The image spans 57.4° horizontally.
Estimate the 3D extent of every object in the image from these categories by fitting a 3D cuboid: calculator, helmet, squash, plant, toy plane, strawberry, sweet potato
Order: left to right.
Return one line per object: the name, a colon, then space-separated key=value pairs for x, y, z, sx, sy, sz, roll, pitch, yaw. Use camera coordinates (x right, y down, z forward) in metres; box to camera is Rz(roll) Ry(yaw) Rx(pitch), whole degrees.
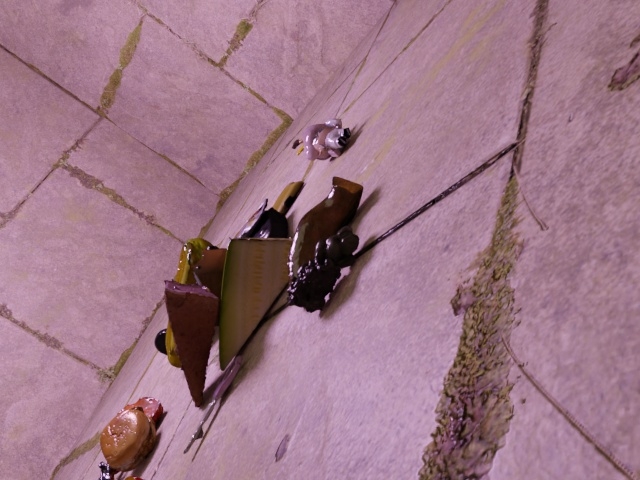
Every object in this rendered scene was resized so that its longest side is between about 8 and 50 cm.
toy plane: x=-0.559 y=0.630 z=1.532 sx=0.188 sy=0.062 sz=0.135 roll=-105 pitch=24 yaw=-68
strawberry: x=-0.492 y=0.494 z=1.592 sx=0.187 sy=0.082 sz=0.146 roll=-37 pitch=40 yaw=11
helmet: x=-0.215 y=0.107 z=1.423 sx=0.130 sy=0.198 sz=0.224 roll=-7 pitch=12 yaw=9
squash: x=-0.128 y=0.135 z=1.312 sx=0.111 sy=0.203 sz=0.288 roll=-175 pitch=86 yaw=-76
calculator: x=-0.137 y=-0.097 z=1.894 sx=0.236 sy=0.033 sz=0.157 roll=-58 pitch=15 yaw=-6
sweet potato: x=-0.006 y=-0.004 z=1.131 sx=0.112 sy=0.085 sz=0.285 roll=-18 pitch=39 yaw=61
plant: x=0.007 y=0.047 z=0.997 sx=0.085 sy=0.087 sz=0.174 roll=31 pitch=81 yaw=41

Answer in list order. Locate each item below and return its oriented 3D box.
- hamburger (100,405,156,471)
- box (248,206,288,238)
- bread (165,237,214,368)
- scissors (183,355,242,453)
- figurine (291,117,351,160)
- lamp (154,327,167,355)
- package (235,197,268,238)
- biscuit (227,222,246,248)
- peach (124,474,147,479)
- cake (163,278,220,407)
hamburger: x=-0.479 y=0.494 z=1.463 sx=0.138 sy=0.083 sz=0.147 roll=-42 pitch=41 yaw=-8
box: x=-0.198 y=0.048 z=1.668 sx=0.289 sy=0.073 sz=0.290 roll=-53 pitch=13 yaw=11
bread: x=-0.357 y=0.180 z=1.650 sx=0.166 sy=0.112 sz=0.383 roll=-126 pitch=47 yaw=-59
scissors: x=-0.214 y=0.329 z=1.172 sx=0.212 sy=0.021 sz=0.110 roll=-64 pitch=9 yaw=-30
figurine: x=0.015 y=-0.290 z=1.700 sx=0.229 sy=0.112 sz=0.137 roll=7 pitch=70 yaw=60
lamp: x=-0.408 y=0.253 z=1.962 sx=0.130 sy=0.108 sz=0.371 roll=-61 pitch=-5 yaw=29
package: x=-0.211 y=-0.036 z=1.701 sx=0.173 sy=0.027 sz=0.171 roll=-49 pitch=14 yaw=14
biscuit: x=-0.337 y=0.034 z=2.230 sx=0.260 sy=0.041 sz=0.203 roll=-59 pitch=15 yaw=-25
peach: x=-0.323 y=0.477 z=1.000 sx=0.151 sy=0.118 sz=0.151 roll=11 pitch=103 yaw=59
cake: x=-0.276 y=0.221 z=1.284 sx=0.116 sy=0.113 sz=0.295 roll=-138 pitch=44 yaw=-63
